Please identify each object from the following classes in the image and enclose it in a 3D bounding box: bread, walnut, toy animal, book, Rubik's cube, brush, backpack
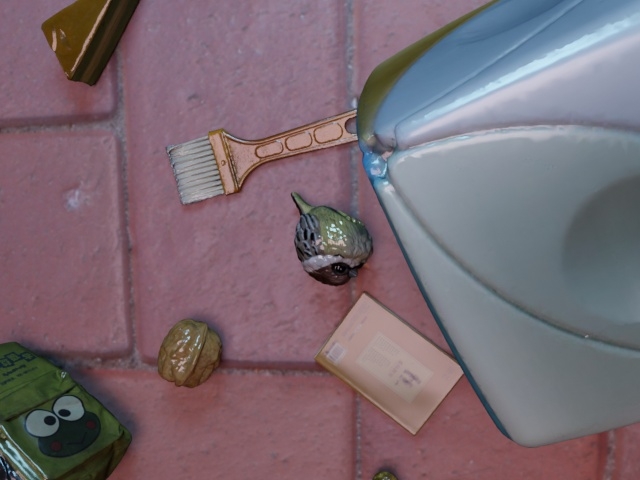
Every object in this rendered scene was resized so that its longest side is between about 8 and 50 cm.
[{"bbox_3d":[-0.282,-0.279,0.941,0.139,0.074,0.084,-28,90,10],"label":"bread"},{"bbox_3d":[-0.177,0.153,0.965,0.079,0.082,0.096,27,100,-22],"label":"walnut"},{"bbox_3d":[0.000,0.000,0.912,0.137,0.098,0.098,30,100,23],"label":"toy animal"},{"bbox_3d":[0.092,0.165,0.949,0.172,0.012,0.118,37,101,5],"label":"book"},{"bbox_3d":[0.253,-0.061,0.690,0.347,0.352,0.352,-24,107,14],"label":"Rubik's cube"},{"bbox_3d":[-0.052,-0.126,0.946,0.314,0.017,0.090,-14,96,11],"label":"brush"},{"bbox_3d":[-0.401,0.255,0.957,0.253,0.207,0.140,40,113,11],"label":"backpack"}]

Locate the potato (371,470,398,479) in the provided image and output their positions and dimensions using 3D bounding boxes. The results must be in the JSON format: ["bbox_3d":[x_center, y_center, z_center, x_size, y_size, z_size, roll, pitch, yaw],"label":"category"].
[{"bbox_3d":[0.100,0.347,0.951,0.092,0.046,0.045,48,66,-7],"label":"potato"}]
